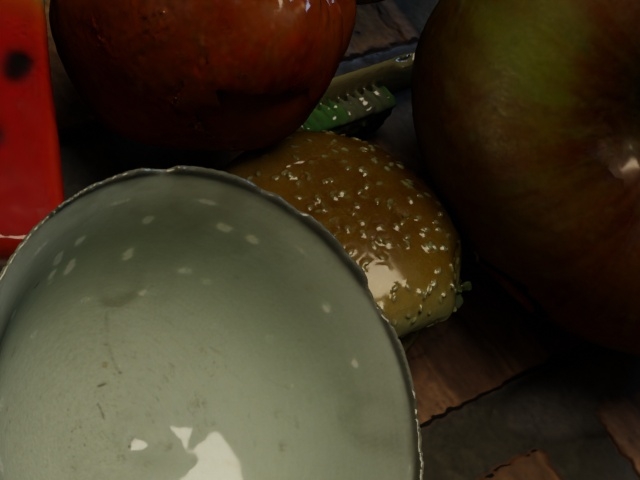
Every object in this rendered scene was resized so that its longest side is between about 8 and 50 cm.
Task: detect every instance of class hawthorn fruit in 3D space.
[{"bbox_3d":[-0.107,-0.160,1.160,0.211,0.299,0.211,11,74,-42],"label":"hawthorn fruit"}]

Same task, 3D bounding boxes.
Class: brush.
[{"bbox_3d":[0.062,-0.128,1.339,0.282,0.054,0.048,-24,75,-37],"label":"brush"}]

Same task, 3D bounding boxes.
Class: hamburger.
[{"bbox_3d":[0.000,0.000,1.160,0.189,0.122,0.215,-22,61,-32],"label":"hamburger"}]

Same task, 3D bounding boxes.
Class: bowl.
[{"bbox_3d":[-0.099,0.124,0.977,0.313,0.146,0.313,12,69,-32],"label":"bowl"}]

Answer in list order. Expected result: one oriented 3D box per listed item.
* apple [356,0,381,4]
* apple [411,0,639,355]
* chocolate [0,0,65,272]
[{"bbox_3d":[0.011,-0.389,1.320,0.391,0.391,0.346,9,70,-17],"label":"apple"},{"bbox_3d":[0.267,-0.110,1.195,0.400,0.400,0.333,30,17,1],"label":"apple"},{"bbox_3d":[-0.339,-0.079,1.043,0.360,0.161,0.341,4,51,-21],"label":"chocolate"}]
